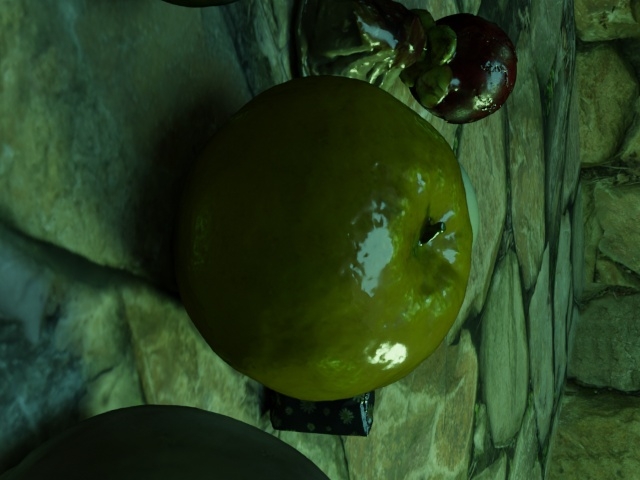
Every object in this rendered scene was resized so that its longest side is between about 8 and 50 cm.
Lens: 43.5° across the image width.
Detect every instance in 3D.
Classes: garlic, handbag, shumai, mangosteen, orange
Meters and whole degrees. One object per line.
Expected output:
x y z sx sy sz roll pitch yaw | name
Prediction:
-0.048 0.217 0.510 0.246 0.340 0.231 62 34 -48 | garlic
0.008 0.158 0.915 0.139 0.115 0.072 -60 150 -74 | handbag
0.055 -0.226 0.899 0.201 0.120 0.201 -14 106 -61 | shumai
0.187 -0.250 1.147 0.180 0.166 0.166 10 86 -35 | mangosteen
0.000 0.000 0.701 0.279 0.235 0.279 1 88 -52 | orange

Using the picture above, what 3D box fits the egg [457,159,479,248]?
0.132 -0.045 1.068 0.151 0.151 0.209 -61 138 -41 | egg

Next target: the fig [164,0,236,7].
-0.114 -0.273 0.528 0.245 0.149 0.149 49 50 -42 | fig
